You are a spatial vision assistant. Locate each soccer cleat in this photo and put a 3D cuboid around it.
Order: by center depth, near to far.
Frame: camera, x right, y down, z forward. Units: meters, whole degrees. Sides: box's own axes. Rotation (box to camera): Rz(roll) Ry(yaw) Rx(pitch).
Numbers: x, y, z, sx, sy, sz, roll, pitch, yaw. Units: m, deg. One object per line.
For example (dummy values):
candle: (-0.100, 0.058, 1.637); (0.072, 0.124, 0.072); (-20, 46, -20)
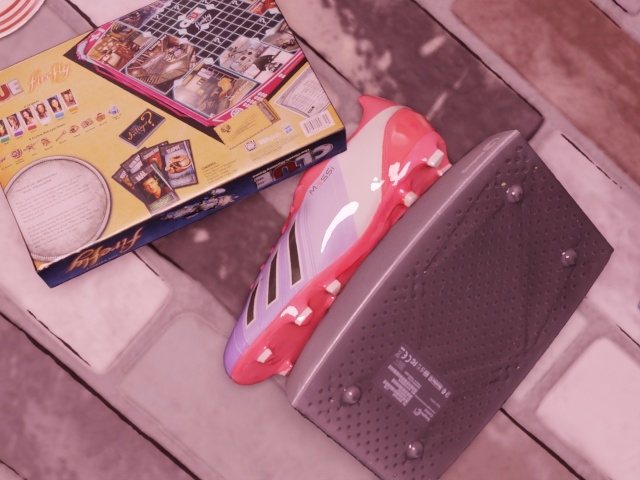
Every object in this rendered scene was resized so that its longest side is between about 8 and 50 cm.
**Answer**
soccer cleat: (0.000, 0.000, 0.947); (0.095, 0.083, 0.248); (38, 89, 26)

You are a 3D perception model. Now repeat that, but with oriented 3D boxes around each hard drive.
hard drive: (0.095, 0.055, 0.924); (0.255, 0.054, 0.172); (-51, 125, -6)

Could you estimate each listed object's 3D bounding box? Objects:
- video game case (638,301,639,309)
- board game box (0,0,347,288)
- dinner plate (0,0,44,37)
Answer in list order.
video game case: (0.350, 0.042, 0.957); (0.166, 0.015, 0.119); (31, 83, 33)
board game box: (-0.124, -0.090, 0.918); (0.243, 0.042, 0.165); (-25, 70, -6)
dinner plate: (-0.273, -0.219, 0.946); (0.141, 0.017, 0.141); (0, 87, -6)
